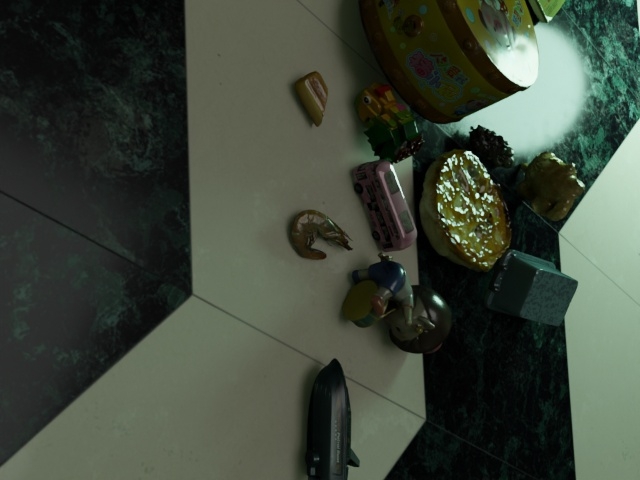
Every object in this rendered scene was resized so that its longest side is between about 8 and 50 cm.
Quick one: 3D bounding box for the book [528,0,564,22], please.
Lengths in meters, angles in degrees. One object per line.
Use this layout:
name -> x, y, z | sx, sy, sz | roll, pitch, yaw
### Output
book -> 0.613, -0.828, 2.110 | 0.352, 0.035, 0.239 | 54, 53, -21

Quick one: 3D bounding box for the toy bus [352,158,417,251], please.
toy bus -> 0.141, -0.075, 1.580 | 0.063, 0.090, 0.203 | -31, 103, -38

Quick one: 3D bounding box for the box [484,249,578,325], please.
box -> 0.533, 0.125, 1.849 | 0.227, 0.130, 0.162 | 16, 99, -39

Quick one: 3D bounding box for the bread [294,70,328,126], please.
bread -> -0.011, -0.293, 1.506 | 0.062, 0.049, 0.103 | -40, 111, -27

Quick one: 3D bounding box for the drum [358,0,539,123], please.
drum -> 0.295, -0.485, 1.626 | 0.431, 0.214, 0.430 | 24, 56, -41

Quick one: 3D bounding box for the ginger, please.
ginger -> 0.597, -0.152, 1.920 | 0.102, 0.216, 0.157 | 10, 117, -32

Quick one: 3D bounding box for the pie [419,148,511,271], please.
pie -> 0.345, -0.072, 1.758 | 0.315, 0.092, 0.314 | 12, 72, -41

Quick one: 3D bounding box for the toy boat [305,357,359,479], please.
toy boat -> 0.023, 0.353, 1.425 | 0.103, 0.093, 0.245 | 7, 79, -32

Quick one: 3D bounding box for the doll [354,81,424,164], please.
doll -> 0.142, -0.249, 1.587 | 0.106, 0.134, 0.186 | -28, 96, -35

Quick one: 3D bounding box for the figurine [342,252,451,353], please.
figurine -> 0.180, 0.158, 1.556 | 0.276, 0.161, 0.158 | 38, 103, -28

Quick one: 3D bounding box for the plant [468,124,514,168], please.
plant -> 0.444, -0.236, 1.869 | 0.174, 0.087, 0.085 | 31, 41, -38

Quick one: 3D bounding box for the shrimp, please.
shrimp -> 0.005, 0.001, 1.485 | 0.163, 0.045, 0.095 | 33, 65, -35
